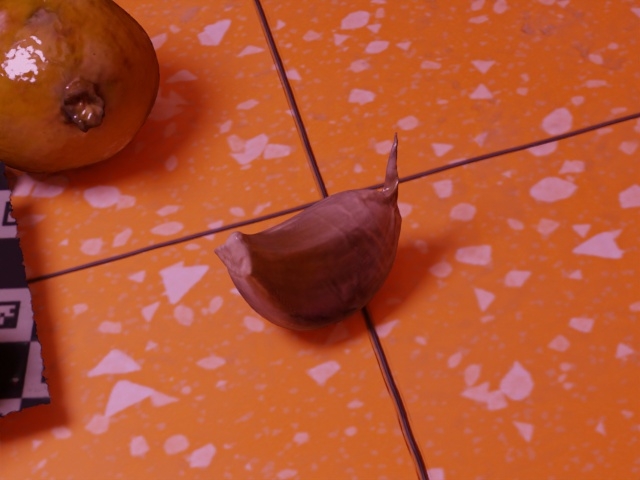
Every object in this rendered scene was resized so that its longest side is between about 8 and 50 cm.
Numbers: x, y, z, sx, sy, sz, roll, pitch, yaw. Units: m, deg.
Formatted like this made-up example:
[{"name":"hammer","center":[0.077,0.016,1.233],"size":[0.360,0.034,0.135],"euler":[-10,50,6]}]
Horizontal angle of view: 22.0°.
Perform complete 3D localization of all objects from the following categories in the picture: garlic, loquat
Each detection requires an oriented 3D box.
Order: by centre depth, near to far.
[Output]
[{"name":"garlic","center":[0.011,0.003,1.504],"size":[0.198,0.128,0.090],"euler":[-30,31,-13]},{"name":"loquat","center":[-0.264,-0.163,1.671],"size":[0.213,0.213,0.246],"euler":[-26,30,-13]}]

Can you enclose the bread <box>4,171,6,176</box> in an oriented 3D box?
[{"name":"bread","center":[-0.383,-0.090,1.741],"size":[0.052,0.044,0.157],"euler":[-36,48,-15]}]

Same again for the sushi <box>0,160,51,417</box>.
[{"name":"sushi","center":[-0.437,0.093,1.565],"size":[0.339,0.068,0.320],"euler":[-15,50,-6]}]
